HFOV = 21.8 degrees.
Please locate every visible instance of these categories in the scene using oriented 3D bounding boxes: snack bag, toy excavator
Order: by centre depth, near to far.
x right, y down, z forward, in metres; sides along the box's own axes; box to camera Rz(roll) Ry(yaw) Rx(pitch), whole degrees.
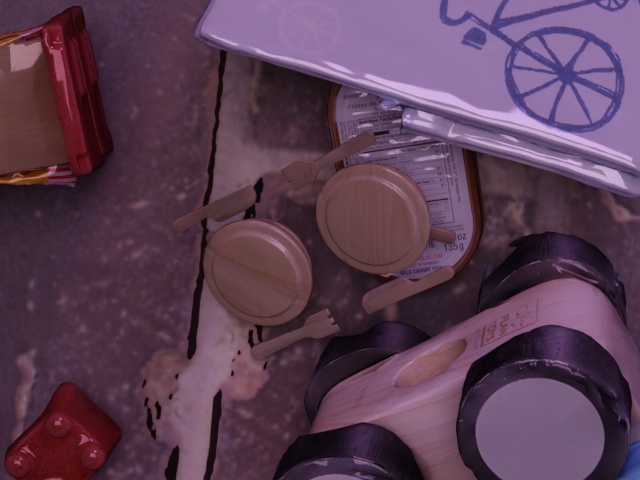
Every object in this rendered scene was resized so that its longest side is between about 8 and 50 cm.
[{"bbox_3d":[0.242,0.217,1.137,0.433,0.222,0.445,-27,105,17],"label":"toy excavator"},{"bbox_3d":[0.106,-0.208,1.221,0.343,0.037,0.323,17,60,5],"label":"snack bag"}]

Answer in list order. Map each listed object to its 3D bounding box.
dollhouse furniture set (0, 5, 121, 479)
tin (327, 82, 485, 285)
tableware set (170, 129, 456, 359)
[{"bbox_3d":[-0.245,0.030,1.229,0.201,0.152,0.374,-9,101,0],"label":"dollhouse furniture set"},{"bbox_3d":[0.064,-0.056,1.234,0.106,0.040,0.189,-9,101,5],"label":"tin"},{"bbox_3d":[0.000,0.000,1.221,0.194,0.039,0.128,-24,104,30],"label":"tableware set"}]
